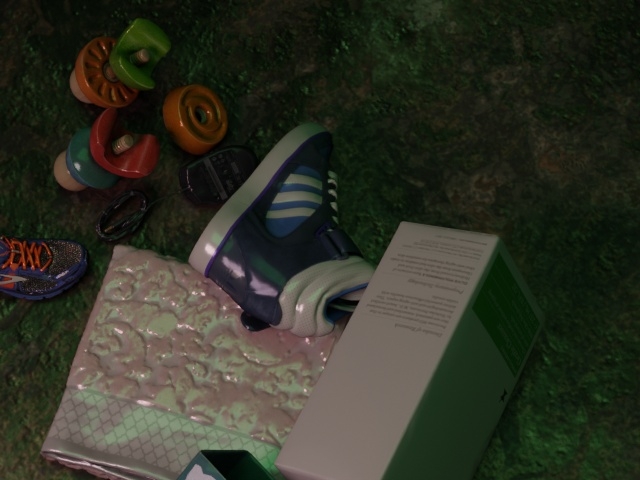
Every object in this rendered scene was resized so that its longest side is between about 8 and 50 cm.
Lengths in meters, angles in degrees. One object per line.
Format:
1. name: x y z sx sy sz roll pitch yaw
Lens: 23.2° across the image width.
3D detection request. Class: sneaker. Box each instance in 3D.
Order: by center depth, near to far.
1. sneaker: 0.000 0.000 2.031 0.236 0.130 0.323 33 45 8
2. sneaker: -0.415 0.028 2.046 0.221 0.087 0.083 -4 65 -3

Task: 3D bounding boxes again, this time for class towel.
1. towel: -0.157 0.180 1.998 0.332 0.053 0.317 16 65 6

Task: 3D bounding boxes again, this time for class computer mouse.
1. computer mouse: -0.197 -0.064 2.127 0.242 0.041 0.071 -24 97 -7

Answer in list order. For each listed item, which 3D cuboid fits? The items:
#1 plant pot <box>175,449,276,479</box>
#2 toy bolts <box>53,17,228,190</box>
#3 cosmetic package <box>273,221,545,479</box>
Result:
1. plant pot: -0.138 0.385 1.818 0.234 0.165 0.166 -46 72 7
2. toy bolts: -0.267 -0.151 2.140 0.218 0.158 0.228 41 51 -26
3. cosmetic package: 0.116 0.182 1.903 0.155 0.197 0.365 9 61 35
